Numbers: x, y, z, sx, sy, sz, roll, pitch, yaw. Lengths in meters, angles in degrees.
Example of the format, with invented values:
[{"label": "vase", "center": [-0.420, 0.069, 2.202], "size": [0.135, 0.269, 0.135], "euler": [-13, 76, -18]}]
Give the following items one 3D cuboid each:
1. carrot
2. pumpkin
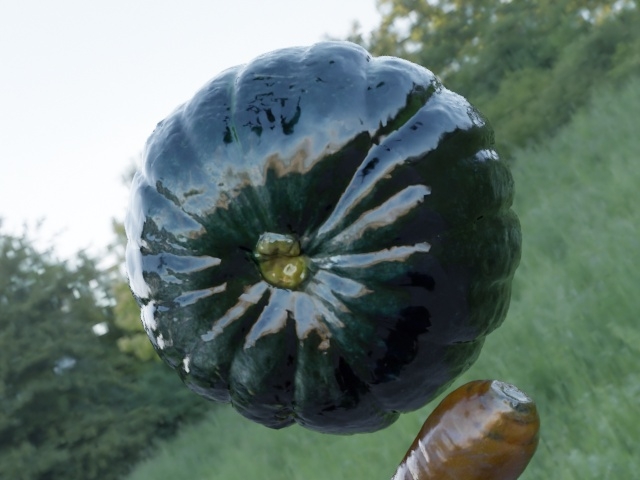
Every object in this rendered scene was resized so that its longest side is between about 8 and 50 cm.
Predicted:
[{"label": "carrot", "center": [0.036, 0.145, 0.466], "size": [0.048, 0.048, 0.216], "euler": [-11, -40, -52]}, {"label": "pumpkin", "center": [0.000, 0.000, 0.535], "size": [0.220, 0.221, 0.162], "euler": [-32, 0, 19]}]
